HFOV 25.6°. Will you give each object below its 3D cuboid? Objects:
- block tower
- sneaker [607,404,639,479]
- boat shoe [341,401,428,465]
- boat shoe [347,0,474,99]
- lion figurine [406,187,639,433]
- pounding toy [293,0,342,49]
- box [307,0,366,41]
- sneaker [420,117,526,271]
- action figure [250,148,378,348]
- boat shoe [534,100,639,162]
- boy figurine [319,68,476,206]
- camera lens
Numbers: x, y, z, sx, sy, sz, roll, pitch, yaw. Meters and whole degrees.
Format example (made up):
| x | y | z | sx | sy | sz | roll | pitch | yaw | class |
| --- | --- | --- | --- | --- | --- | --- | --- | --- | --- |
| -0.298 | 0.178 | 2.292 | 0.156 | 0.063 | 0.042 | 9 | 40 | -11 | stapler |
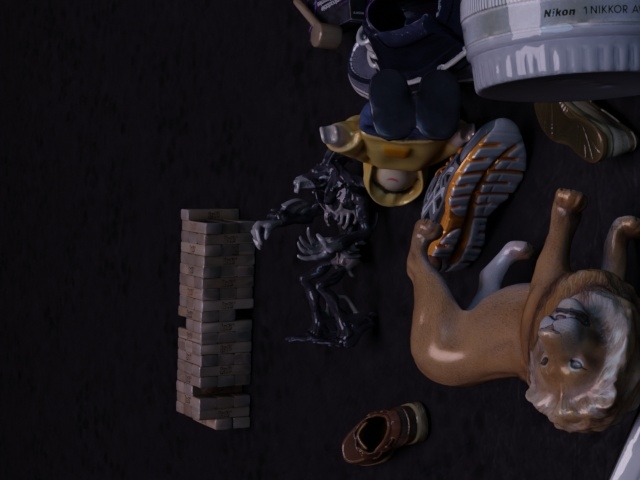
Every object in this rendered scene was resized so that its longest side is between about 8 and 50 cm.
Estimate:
| x | y | z | sx | sy | sz | roll | pitch | yaw | class |
| --- | --- | --- | --- | --- | --- | --- | --- | --- | --- |
| -0.162 | 0.119 | 2.170 | 0.097 | 0.091 | 0.335 | 8 | 98 | 60 | block tower |
| 0.353 | 0.160 | 1.280 | 0.123 | 0.106 | 0.290 | 23 | 104 | 16 | sneaker |
| 0.069 | 0.247 | 1.791 | 0.178 | 0.060 | 0.064 | -38 | 58 | 55 | boat shoe |
| 0.093 | -0.239 | 1.611 | 0.340 | 0.158 | 0.127 | -3 | 70 | 58 | boat shoe |
| 0.192 | 0.086 | 1.412 | 0.392 | 0.142 | 0.240 | -21 | 48 | 61 | lion figurine |
| -0.025 | -0.353 | 1.849 | 0.181 | 0.094 | 0.206 | -25 | 69 | 57 | pounding toy |
| 0.017 | -0.360 | 1.900 | 0.116 | 0.029 | 0.162 | -17 | 77 | 60 | box |
| 0.162 | -0.061 | 1.599 | 0.083 | 0.084 | 0.215 | -111 | 34 | -40 | sneaker |
| 0.000 | 0.000 | 1.831 | 0.164 | 0.141 | 0.276 | 8 | 101 | 62 | action figure |
| 0.269 | -0.126 | 1.451 | 0.153 | 0.048 | 0.056 | -130 | 35 | -57 | boat shoe |
| 0.086 | -0.115 | 1.631 | 0.285 | 0.177 | 0.092 | 107 | 163 | -74 | boy figurine |
| 0.237 | -0.278 | 1.314 | 0.219 | 0.219 | 0.274 | -5 | 86 | 61 | camera lens |
